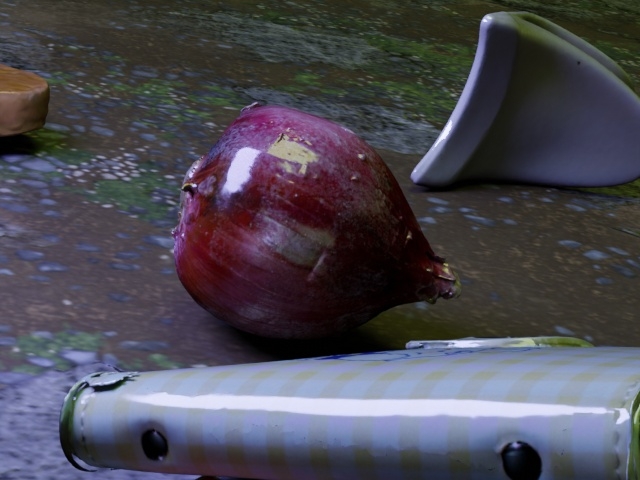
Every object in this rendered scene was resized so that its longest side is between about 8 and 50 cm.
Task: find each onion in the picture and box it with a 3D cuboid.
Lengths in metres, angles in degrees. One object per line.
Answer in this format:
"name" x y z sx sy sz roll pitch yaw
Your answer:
"onion" 0.000 0.000 1.057 0.194 0.159 0.159 23 18 -1

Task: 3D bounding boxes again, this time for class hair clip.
"hair clip" 0.212 -0.125 1.539 0.282 0.173 0.113 11 23 -30

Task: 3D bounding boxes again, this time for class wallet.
"wallet" 0.061 0.087 0.783 0.309 0.077 0.223 -1 1 37

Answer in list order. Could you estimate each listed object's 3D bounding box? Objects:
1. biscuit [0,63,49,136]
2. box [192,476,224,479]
"biscuit" -0.413 -0.124 1.338 0.351 0.057 0.312 11 18 7
"box" -0.059 0.153 0.749 0.090 0.023 0.133 23 22 29
